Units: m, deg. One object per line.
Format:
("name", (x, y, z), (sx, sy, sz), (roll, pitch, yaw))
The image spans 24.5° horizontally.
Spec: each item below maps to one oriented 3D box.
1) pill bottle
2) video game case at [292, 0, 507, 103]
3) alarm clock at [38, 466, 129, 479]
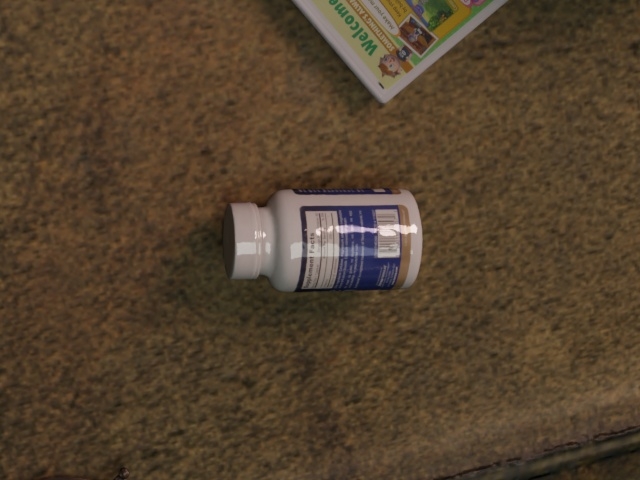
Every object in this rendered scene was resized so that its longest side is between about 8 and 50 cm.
("pill bottle", (0.000, 0.000, 0.947), (0.120, 0.067, 0.067), (-1, 115, -13))
("video game case", (0.047, -0.218, 0.881), (0.193, 0.023, 0.212), (-40, 118, 7))
("alarm clock", (-0.198, 0.241, 1.020), (0.192, 0.064, 0.129), (-24, 118, 2))
